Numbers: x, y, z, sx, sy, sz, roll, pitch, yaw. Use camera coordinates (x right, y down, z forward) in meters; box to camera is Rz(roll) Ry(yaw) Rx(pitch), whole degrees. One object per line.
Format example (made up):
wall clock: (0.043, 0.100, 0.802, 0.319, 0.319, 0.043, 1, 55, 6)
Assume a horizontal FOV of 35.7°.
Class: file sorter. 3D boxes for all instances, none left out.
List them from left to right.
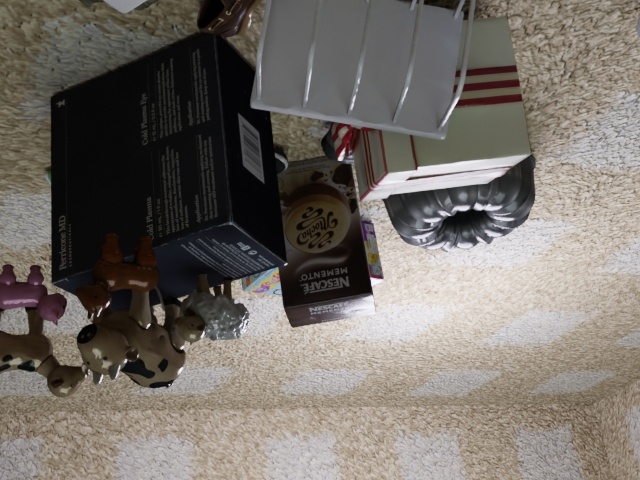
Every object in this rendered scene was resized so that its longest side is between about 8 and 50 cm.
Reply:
file sorter: (0.057, -0.274, 1.336, 0.278, 0.192, 0.173, 9, 167, 0)

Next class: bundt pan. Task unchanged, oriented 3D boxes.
bundt pan: (0.288, -0.078, 2.024, 0.331, 0.124, 0.331, -8, 154, -4)

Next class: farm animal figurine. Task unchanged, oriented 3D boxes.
farm animal figurine: (-0.314, 0.144, 1.437, 0.330, 0.172, 0.327, -25, 147, 32)

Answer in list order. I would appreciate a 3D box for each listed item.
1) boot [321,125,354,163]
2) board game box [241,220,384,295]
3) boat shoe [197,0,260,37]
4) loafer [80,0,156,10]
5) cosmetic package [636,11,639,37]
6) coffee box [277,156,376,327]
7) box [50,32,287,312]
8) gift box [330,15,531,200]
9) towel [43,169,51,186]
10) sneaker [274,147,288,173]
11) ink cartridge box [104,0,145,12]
boot: (0.134, -0.200, 1.772, 0.247, 0.083, 0.161, 2, 147, -24)
board game box: (-0.023, 0.033, 2.129, 0.275, 0.144, 0.142, 9, 149, -35)
boat shoe: (-0.120, -0.350, 1.377, 0.073, 0.073, 0.207, -1, 153, -21)
loafer: (-0.318, -0.344, 1.300, 0.251, 0.094, 0.087, 6, 147, -29)
cosmetic package: (0.601, -0.400, 1.373, 0.230, 0.161, 0.453, -18, 154, 0)
coffee box: (0.000, 0.000, 1.887, 0.168, 0.297, 0.119, -10, 155, 2)
box: (-0.242, -0.099, 1.550, 0.313, 0.343, 0.179, -17, 152, 20)
gift box: (0.150, -0.216, 1.556, 0.258, 0.276, 0.255, -8, 168, -9)
towel: (-0.317, -0.055, 1.805, 0.325, 0.038, 0.247, -4, 131, 25)
sneaker: (-0.173, -0.114, 1.826, 0.235, 0.097, 0.084, -4, 154, -10)
ink cartridge box: (-0.221, -0.433, 0.991, 0.286, 0.166, 0.395, -25, 157, 19)
